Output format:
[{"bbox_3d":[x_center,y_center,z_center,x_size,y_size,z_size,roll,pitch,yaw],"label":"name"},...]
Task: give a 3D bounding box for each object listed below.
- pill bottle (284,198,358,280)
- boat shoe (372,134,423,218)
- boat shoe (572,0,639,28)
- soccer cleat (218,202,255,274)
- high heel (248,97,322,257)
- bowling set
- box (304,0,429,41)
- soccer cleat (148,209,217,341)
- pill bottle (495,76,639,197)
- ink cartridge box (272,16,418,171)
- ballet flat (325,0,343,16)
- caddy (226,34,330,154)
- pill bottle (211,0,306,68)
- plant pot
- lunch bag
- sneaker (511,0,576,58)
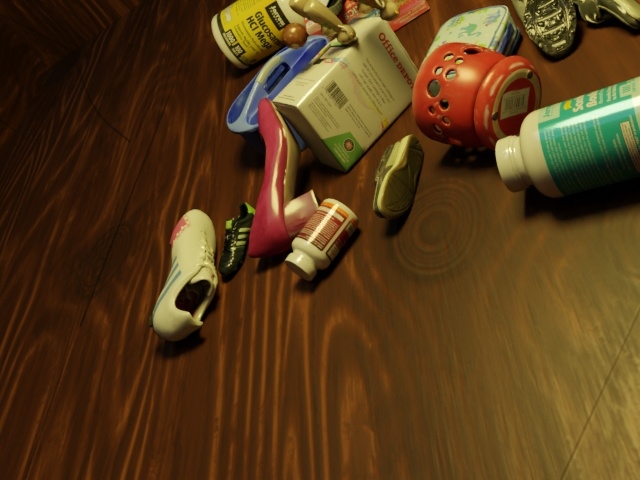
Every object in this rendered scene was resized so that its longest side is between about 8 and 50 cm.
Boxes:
[{"bbox_3d":[0.000,0.000,1.416,0.086,0.086,0.152,16,63,51],"label":"pill bottle"},{"bbox_3d":[0.141,-0.119,1.425,0.073,0.080,0.223,-17,36,39],"label":"boat shoe"},{"bbox_3d":[0.549,-0.456,1.418,0.079,0.084,0.233,-65,32,29],"label":"boat shoe"},{"bbox_3d":[-0.191,-0.005,1.615,0.060,0.072,0.178,-7,47,39],"label":"soccer cleat"},{"bbox_3d":[-0.123,-0.145,1.581,0.181,0.127,0.377,-25,56,8],"label":"high heel"},{"bbox_3d":[0.019,-0.474,1.546,0.200,0.154,0.287,-54,32,14],"label":"bowling set"},{"bbox_3d":[0.115,-0.613,1.927,0.300,0.142,0.154,-30,37,17],"label":"box"},{"bbox_3d":[-0.264,0.064,1.574,0.143,0.116,0.331,-23,45,38],"label":"soccer cleat"},{"bbox_3d":[0.414,-0.152,1.134,0.264,0.146,0.146,-15,42,32],"label":"pill bottle"},{"bbox_3d":[0.067,-0.324,1.604,0.278,0.201,0.117,-48,34,-10],"label":"ink cartridge box"},{"bbox_3d":[0.033,-0.604,1.828,0.057,0.049,0.173,-8,50,39],"label":"ballet flat"},{"bbox_3d":[-0.087,-0.369,1.823,0.241,0.179,0.341,13,61,49],"label":"caddy"},{"bbox_3d":[-0.149,-0.679,2.213,0.334,0.188,0.188,-26,37,22],"label":"pill bottle"},{"bbox_3d":[0.292,-0.257,1.338,0.191,0.191,0.174,-49,43,-11],"label":"plant pot"},{"bbox_3d":[0.316,-0.392,1.539,0.176,0.090,0.219,-3,50,43],"label":"lunch bag"},{"bbox_3d":[0.456,-0.472,1.496,0.100,0.108,0.271,-22,55,15],"label":"sneaker"}]
